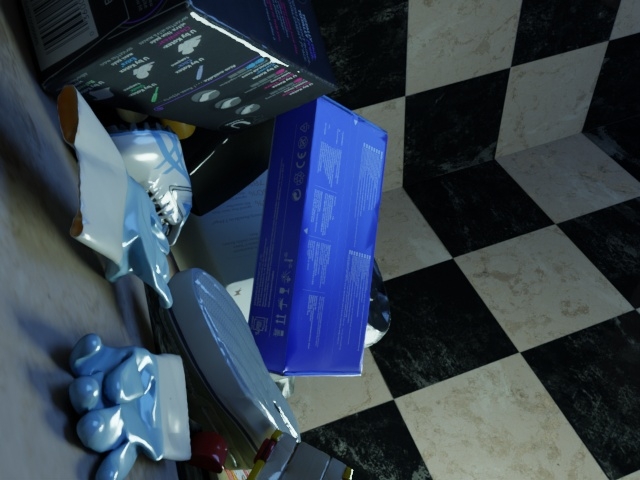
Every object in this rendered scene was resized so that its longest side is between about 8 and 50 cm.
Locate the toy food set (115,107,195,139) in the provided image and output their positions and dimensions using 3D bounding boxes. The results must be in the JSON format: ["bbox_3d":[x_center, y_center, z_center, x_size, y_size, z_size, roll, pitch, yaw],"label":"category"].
[{"bbox_3d":[-0.225,-0.230,0.661,0.104,0.111,0.232,111,-39,-74],"label":"toy food set"}]

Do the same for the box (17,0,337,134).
[{"bbox_3d":[-0.114,-0.209,0.520,0.270,0.143,0.165,-5,78,-67],"label":"box"}]

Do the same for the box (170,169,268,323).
[{"bbox_3d":[-0.131,-0.029,0.971,0.345,0.214,0.168,60,-34,32],"label":"box"}]

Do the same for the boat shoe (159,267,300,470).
[{"bbox_3d":[-0.105,0.161,0.617,0.109,0.094,0.302,-103,174,-56],"label":"boat shoe"}]

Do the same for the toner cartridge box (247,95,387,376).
[{"bbox_3d":[0.000,0.000,0.774,0.075,0.165,0.348,1,-100,39],"label":"toner cartridge box"}]

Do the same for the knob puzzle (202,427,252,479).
[{"bbox_3d":[-0.107,0.317,0.709,0.213,0.029,0.213,155,-90,-87],"label":"knob puzzle"}]

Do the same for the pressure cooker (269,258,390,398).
[{"bbox_3d":[-0.093,0.130,1.315,0.376,0.420,0.370,53,22,-34],"label":"pressure cooker"}]

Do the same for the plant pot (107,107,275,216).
[{"bbox_3d":[-0.177,-0.150,0.796,0.188,0.167,0.187,30,-23,11],"label":"plant pot"}]

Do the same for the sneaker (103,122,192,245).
[{"bbox_3d":[-0.166,-0.048,0.555,0.237,0.085,0.086,109,-30,-78],"label":"sneaker"}]

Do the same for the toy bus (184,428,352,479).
[{"bbox_3d":[-0.045,0.275,0.527,0.191,0.202,0.104,51,-54,49],"label":"toy bus"}]

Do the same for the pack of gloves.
[{"bbox_3d":[-0.132,0.049,0.370,0.232,0.046,0.195,97,-15,-73],"label":"pack of gloves"}]
